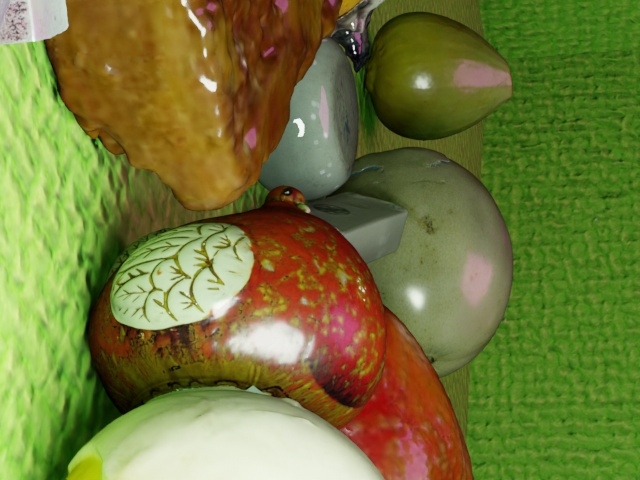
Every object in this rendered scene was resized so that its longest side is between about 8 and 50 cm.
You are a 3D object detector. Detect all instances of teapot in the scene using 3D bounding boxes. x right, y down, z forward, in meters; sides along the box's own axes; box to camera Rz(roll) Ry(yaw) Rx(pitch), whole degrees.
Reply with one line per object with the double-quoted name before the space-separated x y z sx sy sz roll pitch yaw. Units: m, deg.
"teapot" -0.032 -0.141 1.851 0.294 0.129 0.193 71 21 -48

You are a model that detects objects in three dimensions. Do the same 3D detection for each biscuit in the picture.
"biscuit" -0.111 -0.268 1.339 0.343 0.166 0.395 -69 157 -50

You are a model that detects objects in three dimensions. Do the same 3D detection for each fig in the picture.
"fig" 0.182 -0.259 2.643 0.207 0.230 0.207 -12 -104 59

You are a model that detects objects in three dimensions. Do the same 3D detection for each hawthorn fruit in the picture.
"hawthorn fruit" -0.016 0.170 1.585 0.285 0.284 0.369 24 44 -76

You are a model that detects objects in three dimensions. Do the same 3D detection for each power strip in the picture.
"power strip" 0.000 0.000 1.865 0.385 0.091 0.062 -19 123 -65

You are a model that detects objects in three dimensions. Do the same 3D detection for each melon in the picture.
"melon" 0.121 0.026 2.184 0.268 0.268 0.330 72 7 -51

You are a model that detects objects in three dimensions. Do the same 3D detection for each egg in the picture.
"egg" -0.067 0.262 1.229 0.345 0.283 0.283 87 6 -65

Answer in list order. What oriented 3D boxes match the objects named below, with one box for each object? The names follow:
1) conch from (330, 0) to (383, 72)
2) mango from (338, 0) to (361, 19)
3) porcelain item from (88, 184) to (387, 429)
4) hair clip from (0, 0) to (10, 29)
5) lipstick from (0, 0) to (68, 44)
"conch" 0.021 -0.333 2.046 0.241 0.186 0.313 -56 171 -24
"mango" -0.035 -0.306 1.696 0.191 0.160 0.290 51 41 5
"porcelain item" -0.062 0.054 1.370 0.253 0.253 0.253 -2 90 -78
"hair clip" -0.243 -0.098 0.980 0.110 0.095 0.359 -36 -143 52
"lipstick" -0.227 -0.292 1.101 0.068 0.066 0.317 -52 138 -71
